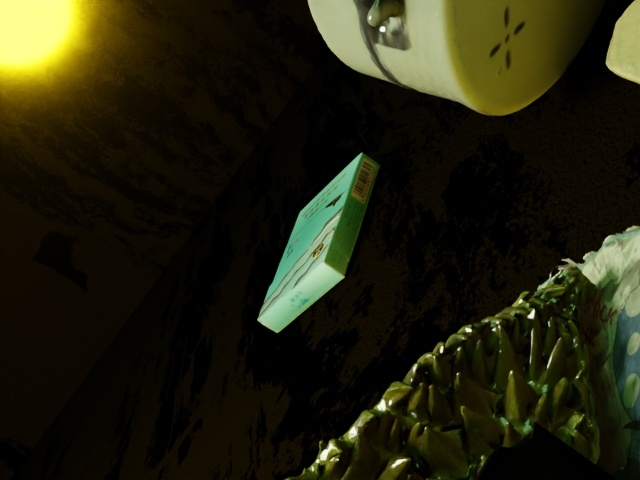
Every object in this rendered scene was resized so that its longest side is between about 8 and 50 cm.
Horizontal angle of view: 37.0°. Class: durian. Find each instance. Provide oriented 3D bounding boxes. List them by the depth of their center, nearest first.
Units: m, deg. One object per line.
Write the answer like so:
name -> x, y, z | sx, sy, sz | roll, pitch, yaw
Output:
durian -> 0.072, 0.186, 0.587 | 0.394, 0.163, 0.198 | -59, -25, -11

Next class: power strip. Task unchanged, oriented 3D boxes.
power strip -> 0.136, -0.290, 0.873 | 0.161, 0.357, 0.357 | 24, 77, 34

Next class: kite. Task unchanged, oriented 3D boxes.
kite -> 0.207, 0.007, 0.541 | 0.406, 0.014, 0.368 | 127, 161, -64

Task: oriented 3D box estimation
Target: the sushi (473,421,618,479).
sushi -> 0.073, 0.201, 0.388 | 0.172, 0.153, 0.150 | -53, -3, -33

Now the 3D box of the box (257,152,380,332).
box -> 0.000, 0.000, 1.304 | 0.162, 0.041, 0.229 | -43, 19, 42

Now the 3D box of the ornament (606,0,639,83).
ornament -> 0.293, -0.151, 0.666 | 0.201, 0.059, 0.180 | -36, 26, 49
